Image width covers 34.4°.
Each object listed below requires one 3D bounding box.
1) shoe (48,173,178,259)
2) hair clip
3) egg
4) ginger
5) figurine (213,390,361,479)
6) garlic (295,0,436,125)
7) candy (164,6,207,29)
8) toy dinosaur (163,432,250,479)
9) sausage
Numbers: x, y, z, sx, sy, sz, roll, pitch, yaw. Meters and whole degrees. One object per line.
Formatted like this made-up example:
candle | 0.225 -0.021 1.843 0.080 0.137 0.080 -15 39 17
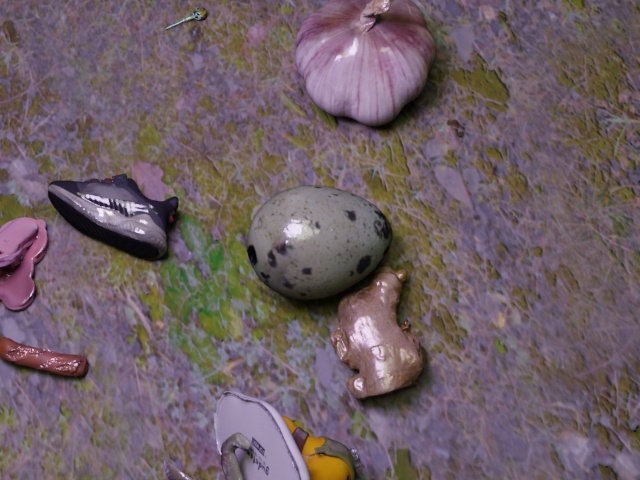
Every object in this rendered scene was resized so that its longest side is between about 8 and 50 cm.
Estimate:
shoe | -0.334 -0.056 1.697 0.228 0.099 0.112 26 64 13
hair clip | -0.507 0.033 1.706 0.123 0.102 0.138 15 36 11
egg | 0.000 0.000 1.586 0.228 0.177 0.177 -11 64 -14
ginger | 0.082 0.135 1.571 0.138 0.074 0.213 -7 69 -7
figurine | -0.038 0.299 1.493 0.141 0.166 0.250 -6 35 -33
garlic | 0.079 -0.330 1.691 0.245 0.253 0.245 1 68 -3
candy | -0.246 -0.402 1.885 0.083 0.023 0.025 -22 73 7
toy dinosaur | -0.123 0.406 1.433 0.077 0.162 0.294 3 50 -39
sausage | -0.441 0.184 1.627 0.158 0.042 0.036 13 112 13
